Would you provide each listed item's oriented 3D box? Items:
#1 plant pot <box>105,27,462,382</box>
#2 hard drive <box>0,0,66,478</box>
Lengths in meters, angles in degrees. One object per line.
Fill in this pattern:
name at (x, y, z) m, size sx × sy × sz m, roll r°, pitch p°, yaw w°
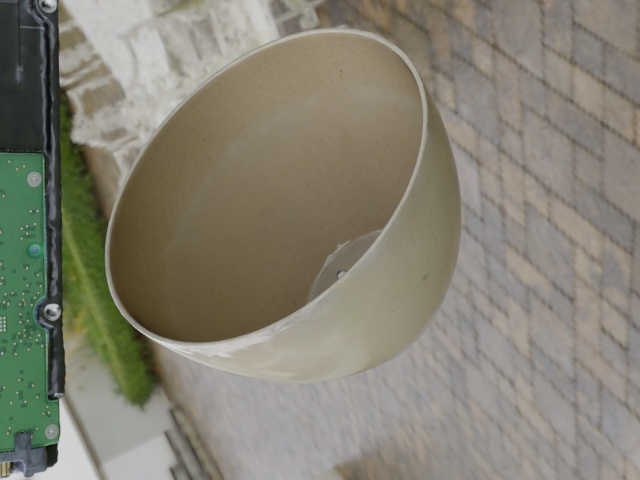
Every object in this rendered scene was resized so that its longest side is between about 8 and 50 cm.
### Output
plant pot at (0.000, 0.000, 0.891) m, size 0.191 × 0.284 × 0.284 m, roll 45°, pitch -177°, yaw -43°
hard drive at (-0.261, -0.030, 0.600) m, size 0.064 × 0.237 × 0.339 m, roll 7°, pitch 99°, yaw 60°
